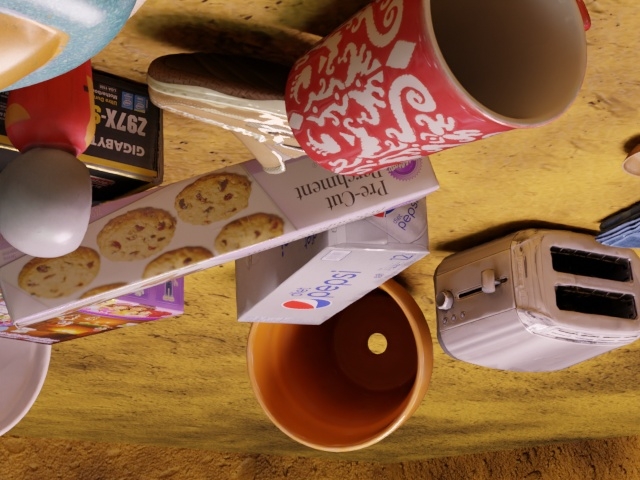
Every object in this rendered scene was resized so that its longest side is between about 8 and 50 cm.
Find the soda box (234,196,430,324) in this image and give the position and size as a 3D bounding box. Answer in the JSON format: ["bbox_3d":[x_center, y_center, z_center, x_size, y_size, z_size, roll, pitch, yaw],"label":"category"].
[{"bbox_3d":[0.000,0.000,1.056,0.091,0.098,0.286,3,164,-18],"label":"soda box"}]

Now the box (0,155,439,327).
[{"bbox_3d":[-0.075,-0.016,0.857,0.324,0.067,0.063,-17,176,-14],"label":"box"}]

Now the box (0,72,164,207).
[{"bbox_3d":[-0.315,-0.074,0.834,0.322,0.079,0.257,13,161,-39],"label":"box"}]

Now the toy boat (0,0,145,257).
[{"bbox_3d":[-0.195,-0.097,0.624,0.267,0.148,0.318,-4,163,11],"label":"toy boat"}]

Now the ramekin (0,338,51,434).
[{"bbox_3d":[-0.400,0.110,1.249,0.109,0.207,0.207,-1,166,35],"label":"ramekin"}]

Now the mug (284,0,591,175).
[{"bbox_3d":[0.074,-0.097,0.709,0.150,0.113,0.169,11,164,-30],"label":"mug"}]

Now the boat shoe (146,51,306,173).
[{"bbox_3d":[-0.029,-0.078,0.795,0.190,0.068,0.072,7,119,-23],"label":"boat shoe"}]

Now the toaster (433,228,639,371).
[{"bbox_3d":[0.241,0.065,1.239,0.227,0.129,0.146,10,159,-29],"label":"toaster"}]

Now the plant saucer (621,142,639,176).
[{"bbox_3d":[0.290,-0.071,0.966,0.083,0.015,0.083,-1,163,0],"label":"plant saucer"}]

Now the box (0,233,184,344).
[{"bbox_3d":[-0.285,0.028,0.949,0.201,0.057,0.293,-16,158,42],"label":"box"}]

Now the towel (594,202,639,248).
[{"bbox_3d":[0.325,-0.016,1.132,0.067,0.029,0.119,5,163,-20],"label":"towel"}]

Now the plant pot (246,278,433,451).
[{"bbox_3d":[0.044,0.128,1.362,0.205,0.205,0.188,-7,178,20],"label":"plant pot"}]
